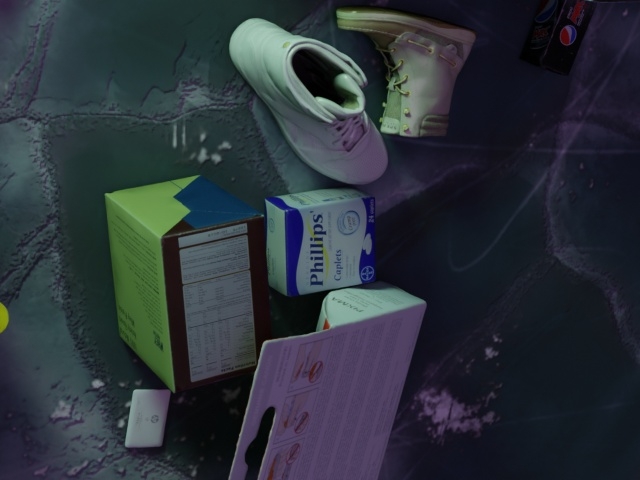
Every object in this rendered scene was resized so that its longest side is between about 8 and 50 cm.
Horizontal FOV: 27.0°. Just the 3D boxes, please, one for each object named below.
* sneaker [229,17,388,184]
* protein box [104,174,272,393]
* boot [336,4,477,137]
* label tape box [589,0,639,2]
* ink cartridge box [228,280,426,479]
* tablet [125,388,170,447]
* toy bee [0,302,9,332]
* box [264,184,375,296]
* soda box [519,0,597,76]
[{"bbox_3d":[0.017,-0.156,1.701,0.108,0.169,0.292,-51,123,-6],"label":"sneaker"},{"bbox_3d":[-0.163,0.049,1.652,0.136,0.200,0.201,-12,112,-25],"label":"protein box"},{"bbox_3d":[0.101,-0.223,1.779,0.213,0.077,0.165,6,105,-33],"label":"boot"},{"bbox_3d":[0.333,-0.488,1.717,0.106,0.240,0.333,-6,108,-25],"label":"label tape box"},{"bbox_3d":[-0.023,0.228,1.754,0.385,0.091,0.308,-8,117,-55],"label":"ink cartridge box"},{"bbox_3d":[-0.232,0.240,1.795,0.054,0.006,0.083,3,106,-29],"label":"tablet"},{"bbox_3d":[-0.438,0.036,1.543,0.298,0.162,0.195,-38,108,24],"label":"toy bee"},{"bbox_3d":[0.000,0.000,1.800,0.137,0.072,0.126,-10,110,-25],"label":"box"},{"bbox_3d":[0.347,-0.323,1.888,0.060,0.053,0.169,16,98,-31],"label":"soda box"}]
